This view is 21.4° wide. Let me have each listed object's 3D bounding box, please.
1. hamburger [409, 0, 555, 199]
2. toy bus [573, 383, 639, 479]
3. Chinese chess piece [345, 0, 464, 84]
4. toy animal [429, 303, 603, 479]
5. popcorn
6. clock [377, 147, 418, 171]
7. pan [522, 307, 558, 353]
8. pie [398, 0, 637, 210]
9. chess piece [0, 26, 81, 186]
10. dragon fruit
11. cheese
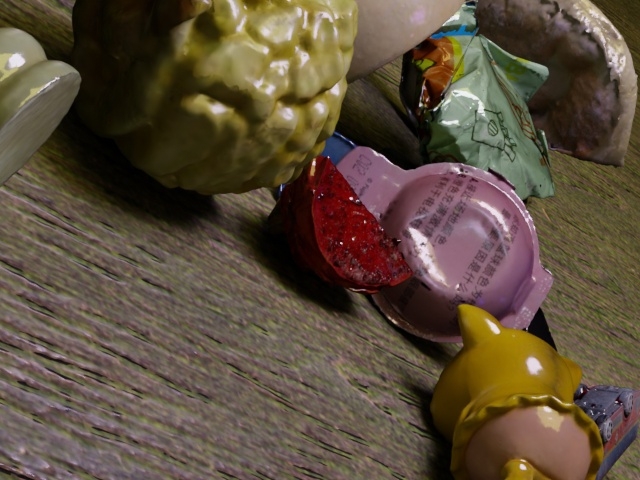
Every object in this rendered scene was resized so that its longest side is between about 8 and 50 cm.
[{"bbox_3d":[0.189,-0.115,1.903,0.260,0.150,0.276,-79,159,-63],"label":"hamburger"},{"bbox_3d":[0.274,0.196,1.712,0.192,0.065,0.077,-27,117,-61],"label":"toy bus"},{"bbox_3d":[0.044,-0.258,1.885,0.097,0.251,0.251,59,18,-16],"label":"Chinese chess piece"},{"bbox_3d":[0.179,0.167,1.534,0.156,0.156,0.230,36,27,-25],"label":"toy animal"},{"bbox_3d":[-0.098,-0.176,1.490,0.237,0.293,0.293,6,42,-32],"label":"popcorn"},{"bbox_3d":[0.097,-0.073,1.965,0.085,0.017,0.085,38,23,-19],"label":"clock"},{"bbox_3d":[0.230,0.157,1.769,0.202,0.048,0.128,67,22,-15],"label":"pan"},{"bbox_3d":[0.230,-0.190,2.043,0.075,0.337,0.337,-29,75,-44],"label":"pie"},{"bbox_3d":[-0.312,-0.148,1.213,0.251,0.144,0.144,41,21,2],"label":"chess piece"},{"bbox_3d":[0.000,0.000,1.593,0.106,0.083,0.162,6,-34,50],"label":"dragon fruit"},{"bbox_3d":[0.097,-0.008,1.682,0.286,0.189,0.074,29,-13,0],"label":"cheese"}]
